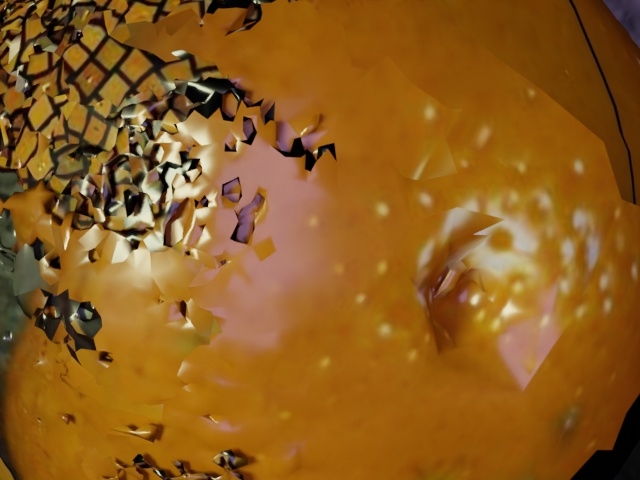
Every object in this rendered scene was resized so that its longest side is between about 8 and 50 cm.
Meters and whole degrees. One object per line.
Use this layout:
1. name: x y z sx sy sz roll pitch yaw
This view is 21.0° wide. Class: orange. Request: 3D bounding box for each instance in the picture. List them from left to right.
1. orange: 0.000 0.000 0.506 0.234 0.182 0.234 -1 93 -24
